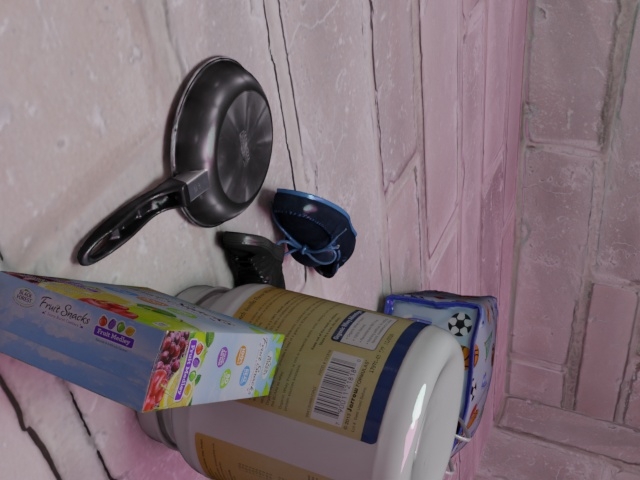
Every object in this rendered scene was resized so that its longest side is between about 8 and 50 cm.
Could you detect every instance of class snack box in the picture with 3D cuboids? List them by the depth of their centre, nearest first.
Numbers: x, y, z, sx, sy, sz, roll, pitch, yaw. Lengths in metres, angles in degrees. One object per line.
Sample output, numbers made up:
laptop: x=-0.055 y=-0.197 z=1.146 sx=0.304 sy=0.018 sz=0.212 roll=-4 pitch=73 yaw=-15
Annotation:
snack box: x=-0.155 y=0.087 z=0.658 sx=0.207 sy=0.174 sz=0.070 roll=22 pitch=84 yaw=-67

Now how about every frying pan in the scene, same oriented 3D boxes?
frying pan: x=-0.131 y=-0.097 z=0.794 sx=0.326 sy=0.053 sz=0.197 roll=-27 pitch=124 yaw=-65

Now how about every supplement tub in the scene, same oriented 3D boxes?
supplement tub: x=-0.021 y=0.175 z=0.826 sx=0.228 sy=0.316 sz=0.229 roll=-42 pitch=138 yaw=-54

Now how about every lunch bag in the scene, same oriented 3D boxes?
lunch bag: x=0.247 y=0.307 z=1.607 sx=0.328 sy=0.238 sz=0.386 roll=2 pitch=92 yaw=-68

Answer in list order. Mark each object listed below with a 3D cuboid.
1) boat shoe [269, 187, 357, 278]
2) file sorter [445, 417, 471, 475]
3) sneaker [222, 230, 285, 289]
boat shoe: x=0.000 y=0.000 z=1.060 sx=0.258 sy=0.109 sz=0.089 roll=37 pitch=70 yaw=-62
file sorter: x=0.135 y=0.429 z=1.358 sx=0.193 sy=0.173 sz=0.278 roll=-2 pitch=116 yaw=-86
sneaker: x=-0.082 y=0.045 z=0.958 sx=0.170 sy=0.051 sz=0.089 roll=29 pitch=70 yaw=-69
